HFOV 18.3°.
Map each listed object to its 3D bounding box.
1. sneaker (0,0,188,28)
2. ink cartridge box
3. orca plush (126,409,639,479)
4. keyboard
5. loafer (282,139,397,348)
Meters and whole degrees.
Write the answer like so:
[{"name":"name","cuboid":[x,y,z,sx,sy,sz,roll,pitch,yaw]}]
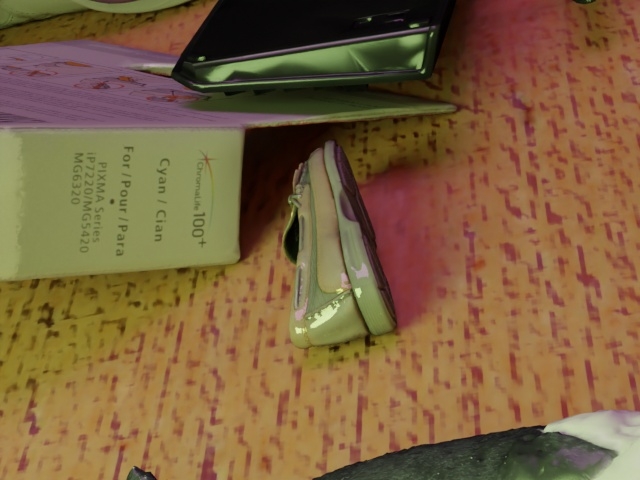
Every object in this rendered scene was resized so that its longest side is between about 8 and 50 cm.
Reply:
[{"name":"sneaker","cuboid":[-0.170,-0.186,1.151,0.305,0.114,0.152,-13,23,7]},{"name":"ink cartridge box","cuboid":[-0.131,-0.045,0.908,0.261,0.066,0.296,-5,13,-41]},{"name":"orca plush","cuboid":[0.089,0.109,0.486,0.287,0.102,0.151,-15,69,28]},{"name":"keyboard","cuboid":[0.052,-0.129,0.962,0.201,0.033,0.317,-8,21,12]},{"name":"loafer","cuboid":[0.000,0.000,0.764,0.039,0.045,0.125,-22,28,5]}]
